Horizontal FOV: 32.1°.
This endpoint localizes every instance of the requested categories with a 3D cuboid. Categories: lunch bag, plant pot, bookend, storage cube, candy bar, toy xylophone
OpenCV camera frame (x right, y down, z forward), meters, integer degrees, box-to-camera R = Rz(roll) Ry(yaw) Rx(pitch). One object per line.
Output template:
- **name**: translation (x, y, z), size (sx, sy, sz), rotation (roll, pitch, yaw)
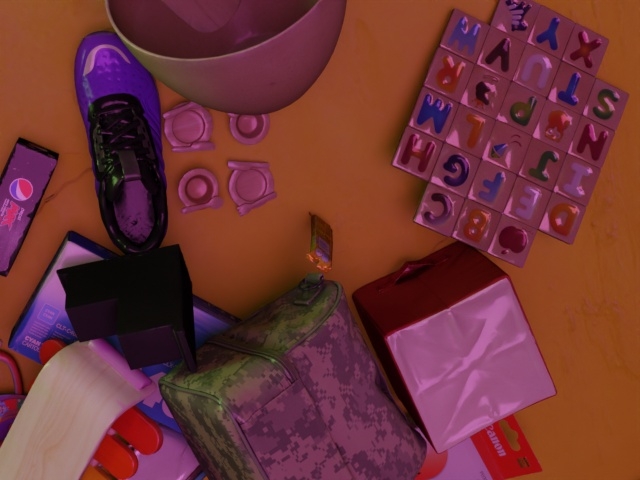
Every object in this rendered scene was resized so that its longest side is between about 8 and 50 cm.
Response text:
- **lunch bag**: translation (-0.015, 0.227, 1.400), size (0.256, 0.212, 0.305), rotation (-37, 112, -26)
- **plant pot**: translation (-0.090, -0.262, 1.342), size (0.284, 0.284, 0.191), rotation (-28, 144, -3)
- **bookend**: translation (-0.234, 0.094, 1.336), size (0.156, 0.157, 0.072), rotation (-12, 131, 0)
- **storage cube**: translation (0.174, 0.137, 1.500), size (0.183, 0.193, 0.215), rotation (-26, 107, -4)
- **candy bar**: translation (0.000, 0.000, 1.452), size (0.040, 0.161, 0.018), rotation (39, 107, -13)
- **toy xylophone**: translation (-0.349, 0.253, 1.400), size (0.236, 0.081, 0.323), rotation (45, 111, 15)

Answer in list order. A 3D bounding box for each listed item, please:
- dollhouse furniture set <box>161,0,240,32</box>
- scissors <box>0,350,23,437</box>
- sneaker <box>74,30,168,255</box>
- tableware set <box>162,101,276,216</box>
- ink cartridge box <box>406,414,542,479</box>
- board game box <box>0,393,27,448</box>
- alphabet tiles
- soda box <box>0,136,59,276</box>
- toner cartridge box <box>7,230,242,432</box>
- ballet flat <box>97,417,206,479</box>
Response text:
- **dollhouse furniture set**: translation (-0.111, -0.471, 1.258), size (0.394, 0.256, 0.362), rotation (-46, 64, 6)
- **scissors**: translation (-0.446, 0.293, 1.508), size (0.109, 0.021, 0.297), rotation (-7, 103, -11)
- **sneaker**: translation (-0.239, -0.113, 1.387), size (0.102, 0.146, 0.293), rotation (-11, 105, -7)
- **tableware set**: translation (-0.130, -0.110, 1.465), size (0.141, 0.020, 0.169), rotation (-11, 104, -18)
- **ink cartridge box**: translation (0.204, 0.305, 1.580), size (0.179, 0.045, 0.145), rotation (-20, 109, 29)
- **board game box**: translation (-0.421, 0.289, 1.489), size (0.133, 0.033, 0.169), rotation (20, 99, -25)
- **alphabet tiles**: translation (0.261, -0.151, 1.505), size (0.285, 0.011, 0.343), rotation (23, 85, -15)
- **soda box**: translation (-0.393, -0.043, 1.423), size (0.060, 0.053, 0.169), rotation (24, 98, -16)
- **toner cartridge box**: translation (-0.220, 0.143, 1.488), size (0.347, 0.075, 0.165), rotation (29, 95, -15)
- **ballet flat**: translation (-0.320, 0.402, 1.516), size (0.139, 0.139, 0.400), rotation (44, 88, -16)
